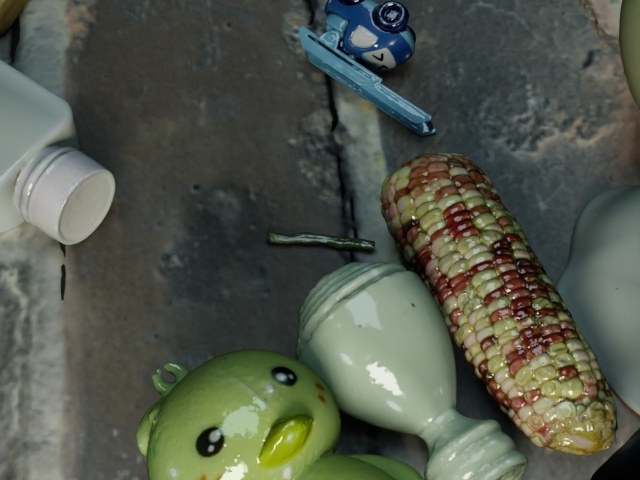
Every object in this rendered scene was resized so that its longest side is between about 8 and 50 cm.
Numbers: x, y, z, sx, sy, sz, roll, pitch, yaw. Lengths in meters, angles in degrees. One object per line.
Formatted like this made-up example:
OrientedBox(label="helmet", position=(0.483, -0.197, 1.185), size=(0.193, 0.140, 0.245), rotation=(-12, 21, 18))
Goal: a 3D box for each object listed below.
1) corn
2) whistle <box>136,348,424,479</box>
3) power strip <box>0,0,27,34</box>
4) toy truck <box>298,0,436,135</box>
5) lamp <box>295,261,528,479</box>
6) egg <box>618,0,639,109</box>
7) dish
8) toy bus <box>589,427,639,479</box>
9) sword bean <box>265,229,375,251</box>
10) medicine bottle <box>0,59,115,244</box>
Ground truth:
OrientedBox(label="corn", position=(0.122, 0.043, 1.106), size=(0.086, 0.086, 0.253), rotation=(-21, 59, -13))
OrientedBox(label="whistle", position=(0.002, 0.167, 0.983), size=(0.294, 0.141, 0.141), rotation=(33, 62, 28))
OrientedBox(label="power strip", position=(-0.239, -0.286, 1.381), size=(0.064, 0.044, 0.305), rotation=(18, 58, 15))
OrientedBox(label="toy truck", position=(0.053, -0.147, 1.262), size=(0.136, 0.063, 0.074), rotation=(35, 82, 22))
OrientedBox(label="lamp", position=(0.060, 0.097, 1.066), size=(0.106, 0.106, 0.193), rotation=(-33, 70, -20))
OrientedBox(label="egg", position=(0.334, -0.168, 1.169), size=(0.219, 0.219, 0.269), rotation=(29, 43, 21))
OrientedBox(label="dish", position=(0.278, 0.022, 1.119), size=(0.229, 0.081, 0.229), rotation=(-1, 54, 2))
OrientedBox(label="toy bus", position=(0.347, 0.104, 0.977), size=(0.386, 0.171, 0.162), rotation=(-40, 98, -20))
OrientedBox(label="sword bean", position=(0.000, 0.000, 1.185), size=(0.083, 0.012, 0.012), rotation=(5, 55, 6))
OrientedBox(label="medicine bottle", position=(-0.245, -0.068, 1.206), size=(0.183, 0.069, 0.119), rotation=(30, 60, 23))
